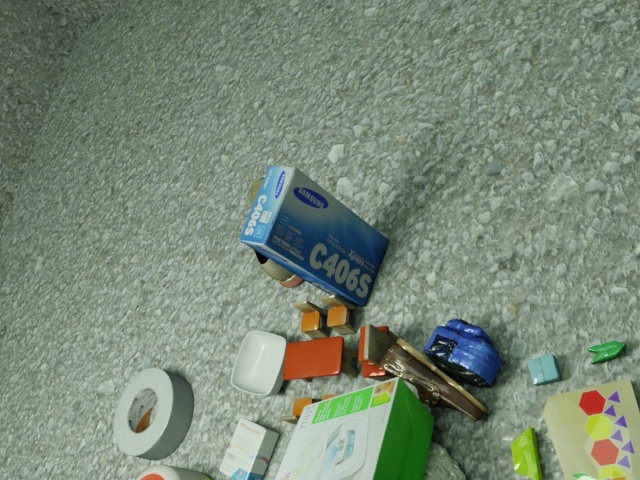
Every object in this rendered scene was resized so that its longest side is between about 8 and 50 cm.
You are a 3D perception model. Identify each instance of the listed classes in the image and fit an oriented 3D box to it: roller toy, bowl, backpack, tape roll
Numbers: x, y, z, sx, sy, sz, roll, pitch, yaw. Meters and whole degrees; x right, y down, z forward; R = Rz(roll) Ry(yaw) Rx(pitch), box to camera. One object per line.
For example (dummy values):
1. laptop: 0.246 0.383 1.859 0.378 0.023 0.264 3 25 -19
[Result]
1. roller toy: -0.332 0.595 1.469 0.191 0.146 0.209 14 76 45
2. bowl: -0.127 0.284 1.538 0.142 0.053 0.142 5 69 42
3. backpack: 0.265 0.202 1.217 0.120 0.098 0.101 22 78 46
4. tape roll: -0.420 0.433 1.691 0.219 0.072 0.219 -21 53 31

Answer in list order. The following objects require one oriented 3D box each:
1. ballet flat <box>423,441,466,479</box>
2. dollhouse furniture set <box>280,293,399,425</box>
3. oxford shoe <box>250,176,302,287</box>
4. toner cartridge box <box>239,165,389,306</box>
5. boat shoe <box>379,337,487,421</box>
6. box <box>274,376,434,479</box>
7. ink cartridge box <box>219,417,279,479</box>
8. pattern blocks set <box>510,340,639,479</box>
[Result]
1. ballet flat: 0.193 0.500 1.085 0.147 0.147 0.408 -34 47 21
2. dollhouse furniture set: 0.028 0.235 1.373 0.259 0.135 0.261 -15 58 35
3. oxford shoe: -0.124 -0.049 1.671 0.123 0.130 0.348 -38 47 18
4. toner cartridge box: 0.000 0.000 1.381 0.075 0.348 0.165 8 72 42
5. boat shoe: 0.201 0.265 1.223 0.207 0.073 0.073 35 80 28
6. box: 0.052 0.393 1.157 0.231 0.126 0.262 -24 23 33
7. ink cartridge box: -0.153 0.458 1.462 0.089 0.052 0.122 11 75 43
8. pattern blocks set: 0.438 0.319 1.051 0.286 0.026 0.324 -15 58 34
